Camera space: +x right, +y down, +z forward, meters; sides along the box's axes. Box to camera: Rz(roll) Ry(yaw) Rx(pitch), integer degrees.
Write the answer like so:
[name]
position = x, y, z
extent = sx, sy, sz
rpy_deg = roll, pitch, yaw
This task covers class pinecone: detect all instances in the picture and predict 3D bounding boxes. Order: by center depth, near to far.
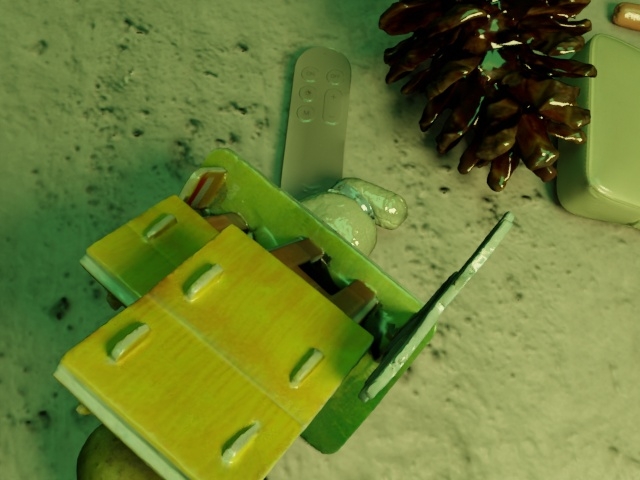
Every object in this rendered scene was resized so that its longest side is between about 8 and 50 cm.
[pinecone]
position = 0.193, -0.207, 0.753
extent = 0.244, 0.244, 0.309
rpy_deg = -18, 85, -10

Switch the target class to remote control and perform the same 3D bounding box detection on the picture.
[remote control]
position = -0.004, -0.139, 0.823
extent = 0.077, 0.022, 0.244
rpy_deg = 6, 69, 0

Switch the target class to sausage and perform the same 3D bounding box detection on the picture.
[sausage]
position = 0.450, -0.308, 0.906
extent = 0.083, 0.034, 0.034
rpy_deg = 16, 69, 4

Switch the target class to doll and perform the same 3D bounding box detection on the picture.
[doll]
position = 0.000, 0.000, 0.737
extent = 0.214, 0.071, 0.103
rpy_deg = -33, 95, -4

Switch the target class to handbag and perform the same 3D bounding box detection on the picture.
[handbag]
position = 0.410, -0.125, 0.818
extent = 0.219, 0.079, 0.256
rpy_deg = 15, 69, -9

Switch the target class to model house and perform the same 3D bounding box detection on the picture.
[model house]
position = -0.055, 0.035, 0.534
extent = 0.300, 0.323, 0.340
rpy_deg = 39, 107, 9

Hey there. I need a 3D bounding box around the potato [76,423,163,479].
[potato]
position = -0.127, 0.261, 0.593
extent = 0.113, 0.149, 0.251
rpy_deg = -35, 82, -3
